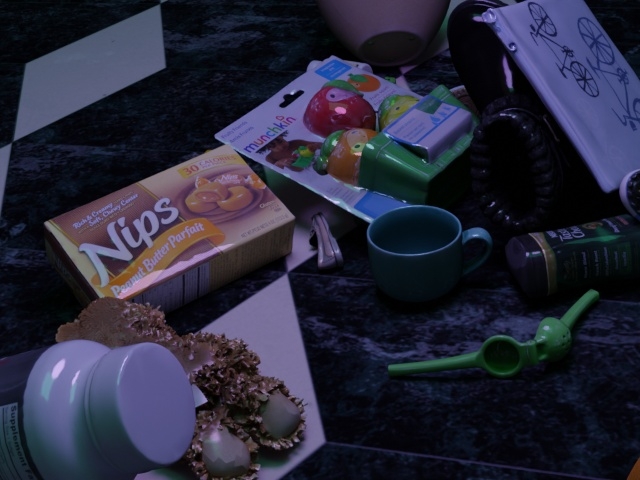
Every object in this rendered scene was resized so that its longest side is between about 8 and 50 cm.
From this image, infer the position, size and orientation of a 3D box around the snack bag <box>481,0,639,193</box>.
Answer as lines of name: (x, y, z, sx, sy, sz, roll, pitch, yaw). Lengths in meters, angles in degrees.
snack bag: (0.395, -0.224, 1.739, 0.037, 0.323, 0.342, -36, -4, 36)

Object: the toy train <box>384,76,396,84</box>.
toy train: (0.130, -0.280, 2.172, 0.023, 0.017, 0.083, 4, 33, -1)

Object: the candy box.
candy box: (-0.217, -0.004, 1.705, 0.316, 0.088, 0.183, -27, 57, -26)

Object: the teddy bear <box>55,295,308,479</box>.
teddy bear: (-0.175, 0.192, 1.444, 0.337, 0.113, 0.245, 15, 45, 19)

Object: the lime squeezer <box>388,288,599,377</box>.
lime squeezer: (0.242, 0.124, 1.481, 0.310, 0.059, 0.110, -19, 34, -16)

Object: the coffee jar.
coffee jar: (0.347, 0.021, 1.592, 0.184, 0.079, 0.096, -12, 21, -5)

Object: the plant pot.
plant pot: (0.124, -0.445, 2.240, 0.284, 0.284, 0.191, -6, 68, 3)

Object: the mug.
mug: (0.143, 0.029, 1.613, 0.157, 0.097, 0.129, 18, 40, 33)

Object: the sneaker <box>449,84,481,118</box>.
sneaker: (0.292, -0.255, 2.025, 0.282, 0.099, 0.153, -17, 26, -5)

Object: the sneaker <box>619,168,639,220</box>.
sneaker: (0.472, -0.056, 1.629, 0.086, 0.085, 0.237, 8, 1, 43)

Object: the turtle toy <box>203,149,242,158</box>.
turtle toy: (-0.154, -0.086, 1.884, 0.130, 0.066, 0.095, 13, 56, 25)

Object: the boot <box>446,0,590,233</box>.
boot: (0.261, -0.192, 1.694, 0.131, 0.348, 0.260, -35, -4, 33)

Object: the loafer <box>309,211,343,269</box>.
loafer: (0.000, 0.000, 1.742, 0.039, 0.045, 0.125, -19, 36, -5)

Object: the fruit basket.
fruit basket: (0.070, -0.171, 1.837, 0.353, 0.165, 0.327, 33, 47, 20)

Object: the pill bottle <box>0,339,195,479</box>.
pill bottle: (-0.300, 0.206, 1.277, 0.318, 0.176, 0.176, -16, 27, 27)

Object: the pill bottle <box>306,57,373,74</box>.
pill bottle: (0.034, -0.304, 2.184, 0.116, 0.065, 0.065, 15, 39, 30)

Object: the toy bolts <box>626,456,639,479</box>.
toy bolts: (0.335, 0.316, 1.052, 0.158, 0.218, 0.228, 27, 64, 34)
